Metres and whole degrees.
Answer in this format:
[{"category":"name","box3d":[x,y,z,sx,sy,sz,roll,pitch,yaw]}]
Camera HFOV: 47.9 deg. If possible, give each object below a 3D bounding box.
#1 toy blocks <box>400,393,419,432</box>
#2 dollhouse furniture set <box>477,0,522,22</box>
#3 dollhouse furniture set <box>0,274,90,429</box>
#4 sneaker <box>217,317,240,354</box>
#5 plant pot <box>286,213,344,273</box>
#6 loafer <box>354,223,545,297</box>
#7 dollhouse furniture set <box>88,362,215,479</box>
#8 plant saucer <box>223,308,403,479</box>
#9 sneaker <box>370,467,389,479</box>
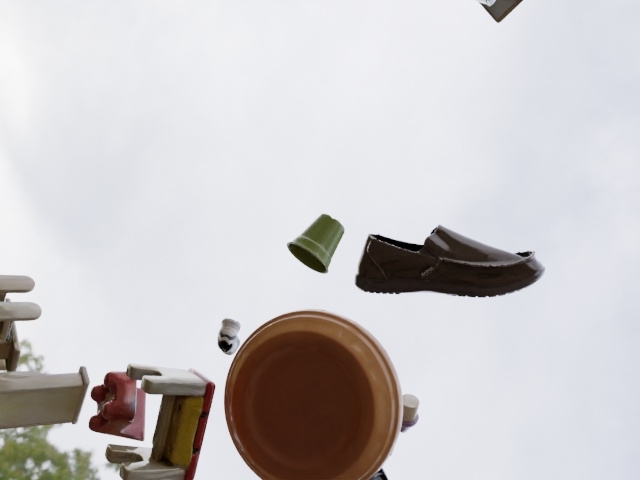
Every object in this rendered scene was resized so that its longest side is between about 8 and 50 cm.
[{"category":"toy blocks","box3d":[0.035,0.429,1.561,0.309,0.289,0.260,34,-50,35]},{"category":"dollhouse furniture set","box3d":[0.310,-0.382,1.019,0.151,0.301,0.197,43,-72,-16]},{"category":"dollhouse furniture set","box3d":[-0.533,0.212,1.305,0.242,0.161,0.212,56,-49,42]},{"category":"sneaker","box3d":[-0.156,0.168,1.187,0.040,0.043,0.109,16,-31,3]},{"category":"plant pot","box3d":[0.000,0.000,1.204,0.083,0.083,0.079,24,-112,33]},{"category":"loafer","box3d":[0.242,0.035,1.385,0.366,0.134,0.130,-1,-83,11]},{"category":"dollhouse furniture set","box3d":[-0.188,0.313,0.777,0.201,0.152,0.374,10,-94,58]},{"category":"plant saucer","box3d":[-0.014,0.172,0.759,0.200,0.037,0.200,-2,-95,17]},{"category":"sneaker","box3d":[0.061,0.295,0.875,0.130,0.087,0.227,8,-74,55]}]
